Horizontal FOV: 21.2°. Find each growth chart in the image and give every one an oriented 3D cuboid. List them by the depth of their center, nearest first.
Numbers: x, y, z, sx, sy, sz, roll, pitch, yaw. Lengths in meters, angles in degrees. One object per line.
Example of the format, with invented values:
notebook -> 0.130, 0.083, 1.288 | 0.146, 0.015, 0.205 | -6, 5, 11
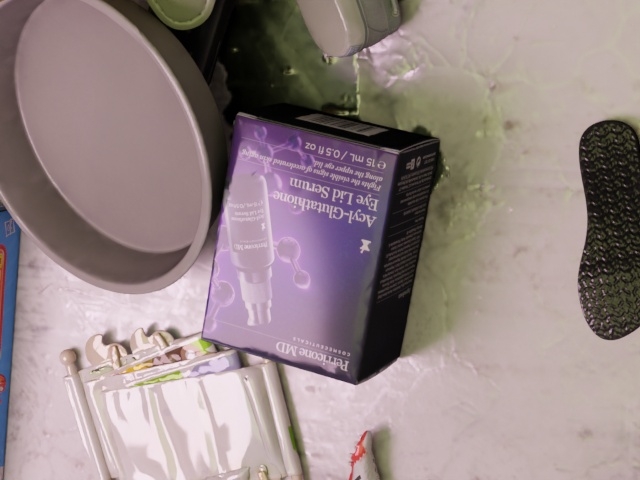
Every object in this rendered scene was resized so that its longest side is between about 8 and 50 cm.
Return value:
growth chart -> -0.131, 0.162, 1.590 | 0.237, 0.021, 0.172 | -6, 96, 24

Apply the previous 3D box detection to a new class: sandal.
sandal -> 0.244, -0.008, 1.396 | 0.067, 0.040, 0.179 | -3, 83, 18

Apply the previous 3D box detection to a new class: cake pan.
cake pan -> -0.194, -0.095, 1.504 | 0.293, 0.054, 0.293 | 21, 127, 31

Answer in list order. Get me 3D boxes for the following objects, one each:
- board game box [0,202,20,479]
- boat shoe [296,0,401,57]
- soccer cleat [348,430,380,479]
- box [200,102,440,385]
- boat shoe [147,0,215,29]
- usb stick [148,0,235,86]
board game box -> -0.452, 0.093, 1.680 | 0.302, 0.086, 0.308 | 11, 103, 21
boat shoe -> 0.007, -0.269, 1.431 | 0.079, 0.081, 0.227 | -8, 103, 58
soccer cleat -> 0.041, 0.208, 1.521 | 0.035, 0.029, 0.083 | 15, 108, 11
box -> 0.000, 0.000, 1.459 | 0.153, 0.108, 0.207 | 14, 103, 20
boat shoe -> -0.123, -0.292, 1.435 | 0.081, 0.069, 0.228 | -8, 99, 9
usb stick -> -0.100, -0.245, 1.496 | 0.077, 0.045, 0.278 | 22, 107, 14
